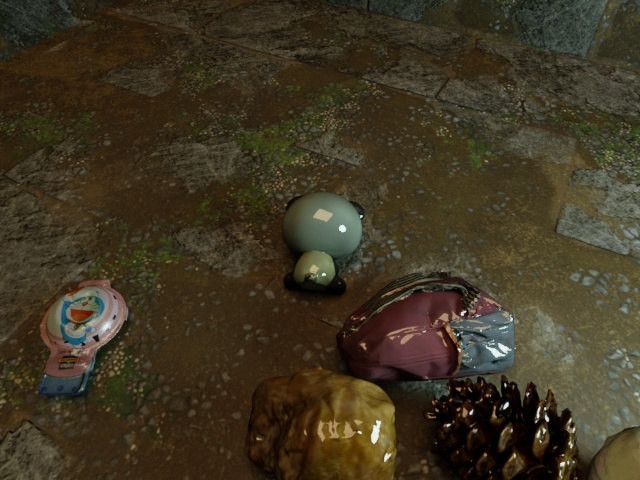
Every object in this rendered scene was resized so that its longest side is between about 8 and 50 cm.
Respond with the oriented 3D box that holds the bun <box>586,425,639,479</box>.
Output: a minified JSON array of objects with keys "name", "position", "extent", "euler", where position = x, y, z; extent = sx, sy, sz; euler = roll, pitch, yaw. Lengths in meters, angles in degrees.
[{"name":"bun","position":[0.562,0.381,0.789],"extent":[0.273,0.272,0.168],"euler":[4,51,4]}]

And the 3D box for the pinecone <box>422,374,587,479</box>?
[{"name":"pinecone","position":[0.318,0.339,0.867],"extent":[0.273,0.224,0.224],"euler":[23,52,29]}]

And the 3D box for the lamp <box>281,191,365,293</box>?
[{"name":"lamp","position":[0.000,0.000,1.214],"extent":[0.198,0.197,0.243],"euler":[6,71,6]}]

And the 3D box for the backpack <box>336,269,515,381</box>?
[{"name":"backpack","position":[0.187,0.173,1.015],"extent":[0.318,0.197,0.283],"euler":[-10,10,-5]}]

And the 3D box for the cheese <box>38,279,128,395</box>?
[{"name":"cheese","position":[-0.525,0.202,1.095],"extent":[0.189,0.074,0.285],"euler":[-2,49,1]}]

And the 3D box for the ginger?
[{"name":"ginger","position":[0.016,0.335,0.889],"extent":[0.223,0.200,0.269],"euler":[13,-1,-28]}]
